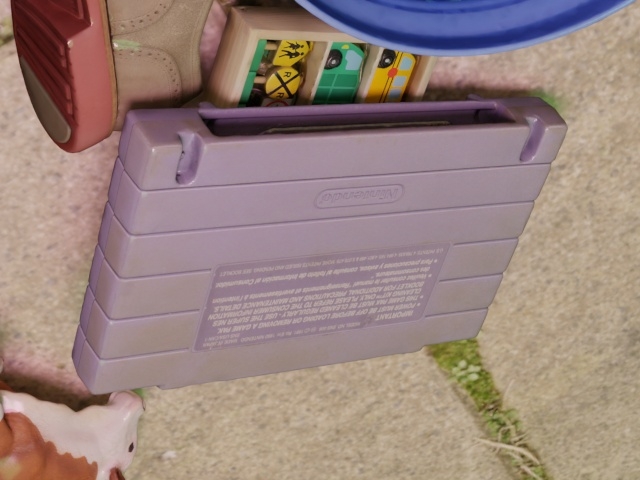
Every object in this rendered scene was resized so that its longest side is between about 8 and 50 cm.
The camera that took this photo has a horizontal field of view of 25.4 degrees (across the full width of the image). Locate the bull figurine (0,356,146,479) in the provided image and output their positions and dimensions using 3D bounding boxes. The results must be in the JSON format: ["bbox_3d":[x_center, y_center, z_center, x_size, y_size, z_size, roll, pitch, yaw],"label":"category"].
[{"bbox_3d":[-0.298,0.165,1.146,0.311,0.101,0.188,-17,126,-3],"label":"bull figurine"}]

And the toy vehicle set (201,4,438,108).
[{"bbox_3d":[-0.024,-0.050,1.071,0.166,0.035,0.266,-4,130,-32],"label":"toy vehicle set"}]

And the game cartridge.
[{"bbox_3d":[0.000,0.000,1.063,0.355,0.068,0.230,-5,134,-32],"label":"game cartridge"}]

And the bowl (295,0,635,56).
[{"bbox_3d":[0.114,-0.305,0.912,0.391,0.077,0.391,-8,129,-10],"label":"bowl"}]

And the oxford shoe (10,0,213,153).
[{"bbox_3d":[-0.124,-0.221,0.900,0.130,0.123,0.348,-20,141,-29],"label":"oxford shoe"}]
